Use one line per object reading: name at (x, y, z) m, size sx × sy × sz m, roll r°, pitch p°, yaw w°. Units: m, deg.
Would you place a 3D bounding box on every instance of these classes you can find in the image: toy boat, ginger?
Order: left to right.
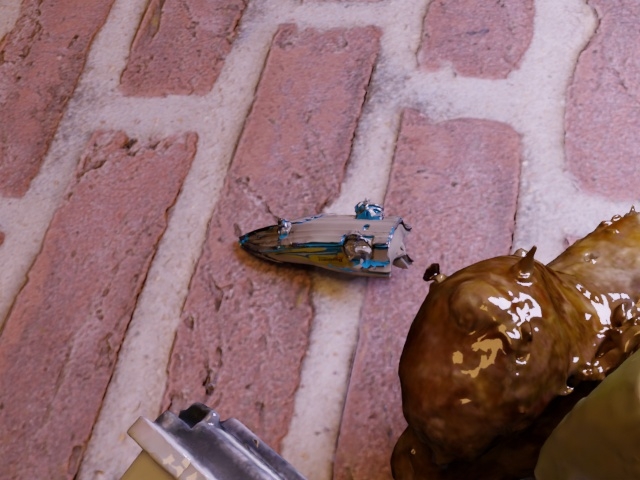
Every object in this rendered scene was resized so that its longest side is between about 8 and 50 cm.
toy boat at (0.000, 0.000, 1.133) m, size 0.210 × 0.066 × 0.084 m, roll 1°, pitch 41°, yaw 25°
ginger at (0.230, 0.076, 0.925) m, size 0.418 × 0.254 × 0.176 m, roll -29°, pitch 48°, yaw -18°

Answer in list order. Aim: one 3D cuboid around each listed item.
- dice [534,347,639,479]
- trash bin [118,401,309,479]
dice at (0.316, 0.172, 0.731) m, size 0.238 × 0.227 × 0.233 m, roll -28°, pitch 68°, yaw -21°
trash bin at (-0.105, 0.352, 0.780) m, size 0.296 × 0.256 × 0.368 m, roll 35°, pitch 72°, yaw 28°
